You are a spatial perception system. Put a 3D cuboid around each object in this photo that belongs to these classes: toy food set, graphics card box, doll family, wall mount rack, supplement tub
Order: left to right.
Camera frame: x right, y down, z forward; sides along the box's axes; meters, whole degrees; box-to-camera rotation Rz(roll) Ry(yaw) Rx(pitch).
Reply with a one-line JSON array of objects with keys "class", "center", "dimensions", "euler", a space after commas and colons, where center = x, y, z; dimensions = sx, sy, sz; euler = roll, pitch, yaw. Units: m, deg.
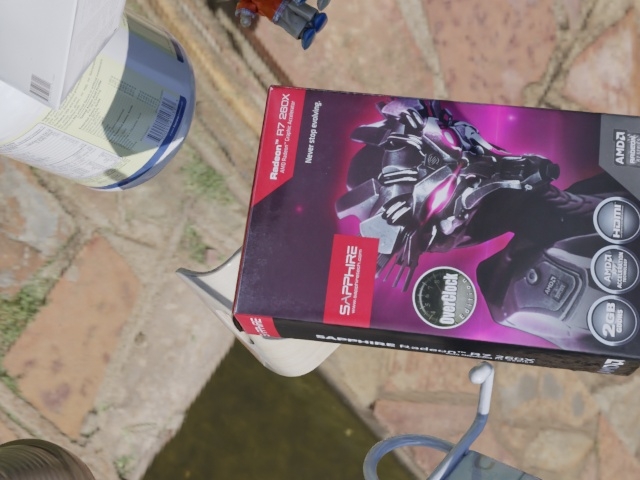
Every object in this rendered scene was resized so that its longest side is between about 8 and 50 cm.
[{"class": "supplement tub", "center": [-0.333, -0.207, 1.263], "dimensions": [0.325, 0.235, 0.235], "euler": [23, 76, -55]}, {"class": "doll family", "center": [-0.018, -0.374, 1.261], "dimensions": [0.263, 0.163, 0.118], "euler": [-51, 169, -17]}, {"class": "toy food set", "center": [0.000, 0.000, 1.252], "dimensions": [0.306, 0.092, 0.220], "euler": [-44, 132, -8]}, {"class": "graphics card box", "center": [0.116, -0.011, 0.968], "dimensions": [0.094, 0.371, 0.233], "euler": [79, 18, -71]}, {"class": "wall mount rack", "center": [0.172, 0.243, 0.930], "dimensions": [0.304, 0.350, 0.130], "euler": [-35, 136, -48]}]

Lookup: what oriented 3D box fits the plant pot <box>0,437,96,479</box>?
[{"class": "plant pot", "center": [-0.391, 0.342, 1.248], "dimensions": [0.237, 0.237, 0.110], "euler": [-65, 150, -20]}]

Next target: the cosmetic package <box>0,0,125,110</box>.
[{"class": "cosmetic package", "center": [-0.161, -0.198, 0.679], "dimensions": [0.060, 0.239, 0.099], "euler": [30, 55, -2]}]
